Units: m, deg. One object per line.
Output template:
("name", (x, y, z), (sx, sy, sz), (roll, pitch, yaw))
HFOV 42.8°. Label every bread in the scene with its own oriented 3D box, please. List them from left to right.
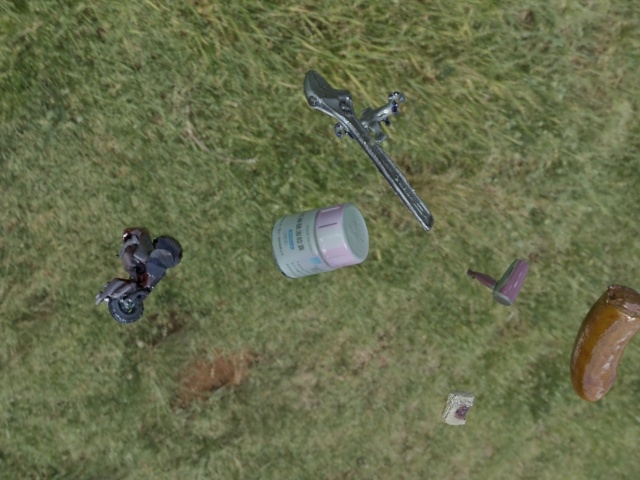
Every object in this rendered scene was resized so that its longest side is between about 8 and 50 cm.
("bread", (0.322, 0.394, 1.923), (0.070, 0.035, 0.083), (14, 104, -31))

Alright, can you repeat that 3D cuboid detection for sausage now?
("sausage", (0.555, 0.209, 1.603), (0.108, 0.109, 0.271), (-17, 133, -25))

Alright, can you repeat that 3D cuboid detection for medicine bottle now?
("medicine bottle", (0.000, 0.000, 1.658), (0.168, 0.135, 0.135), (-12, 137, 26))

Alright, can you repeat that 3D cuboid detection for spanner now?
("spanner", (0.082, -0.148, 1.327), (0.026, 0.325, 0.093), (-37, -179, 41))

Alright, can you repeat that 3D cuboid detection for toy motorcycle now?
("toy motorcycle", (-0.345, 0.053, 1.523), (0.122, 0.213, 0.082), (35, 139, -8))

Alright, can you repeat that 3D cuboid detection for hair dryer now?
("hair dryer", (0.402, 0.086, 1.901), (0.054, 0.154, 0.106), (42, 70, -39))

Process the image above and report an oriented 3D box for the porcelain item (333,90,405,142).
("porcelain item", (0.094, -0.200, 1.417), (0.136, 0.075, 0.021), (-28, 152, 10))
